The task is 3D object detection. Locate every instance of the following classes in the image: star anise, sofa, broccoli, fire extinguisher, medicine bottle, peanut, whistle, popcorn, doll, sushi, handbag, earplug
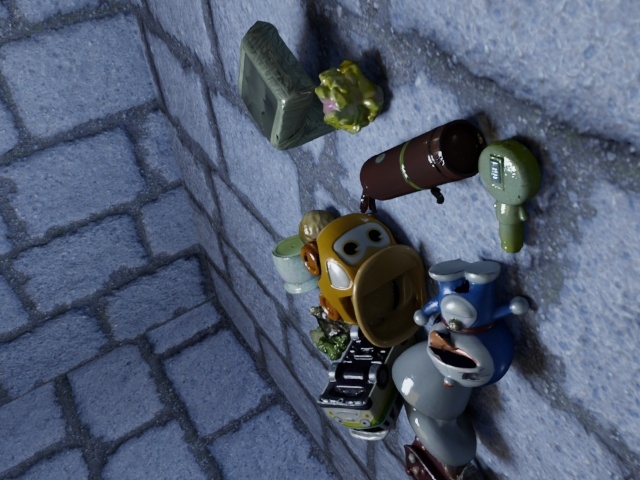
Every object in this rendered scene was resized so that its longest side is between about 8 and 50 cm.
[{"bbox_3d":[0.373,0.609,1.524,0.208,0.063,0.172,48,169,-17],"label":"star anise"},{"bbox_3d":[-0.059,-0.338,1.287,0.210,0.176,0.225,57,158,18],"label":"sofa"},{"bbox_3d":[0.039,0.303,1.892,0.162,0.138,0.145,14,98,49],"label":"broccoli"},{"bbox_3d":[0.161,-0.119,1.100,0.341,0.105,0.141,166,116,-66],"label":"fire extinguisher"},{"bbox_3d":[-0.065,0.073,1.837,0.147,0.147,0.143,31,145,55],"label":"medicine bottle"},{"bbox_3d":[0.000,0.000,1.661,0.120,0.110,0.236,28,153,22],"label":"peanut"},{"bbox_3d":[0.295,-0.064,0.938,0.104,0.057,0.198,35,145,49],"label":"whistle"},{"bbox_3d":[0.054,-0.279,1.169,0.145,0.126,0.125,44,-170,-39],"label":"popcorn"},{"bbox_3d":[0.280,0.158,1.113,0.215,0.161,0.256,5,120,37],"label":"doll"},{"bbox_3d":[0.085,0.197,1.667,0.212,0.147,0.114,-24,87,52],"label":"sushi"},{"bbox_3d":[0.328,0.708,1.771,0.203,0.074,0.216,45,153,41],"label":"handbag"},{"bbox_3d":[0.278,0.367,1.359,0.214,0.175,0.325,-89,-20,-59],"label":"earplug"}]

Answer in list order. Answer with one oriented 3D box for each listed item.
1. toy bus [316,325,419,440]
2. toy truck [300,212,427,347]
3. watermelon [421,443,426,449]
[{"bbox_3d":[0.133,0.330,1.442,0.143,0.305,0.179,-7,121,35],"label":"toy bus"},{"bbox_3d":[0.104,0.084,1.365,0.212,0.204,0.287,20,133,58],"label":"toy truck"},{"bbox_3d":[0.298,0.517,1.578,0.135,0.094,0.125,60,161,-1],"label":"watermelon"}]
